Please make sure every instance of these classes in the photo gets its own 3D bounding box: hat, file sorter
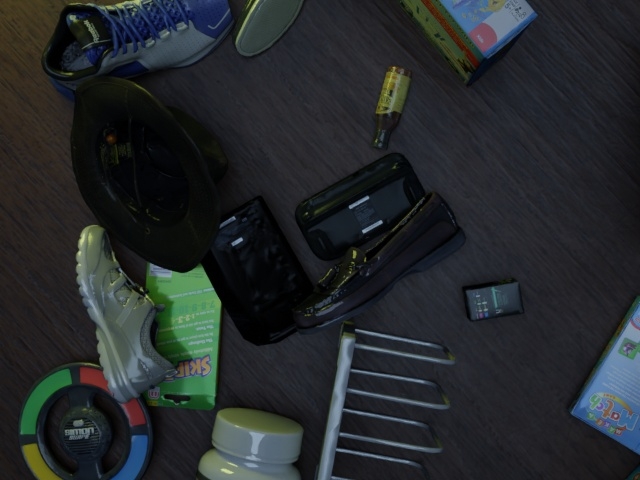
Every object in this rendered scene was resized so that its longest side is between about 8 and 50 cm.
[{"bbox_3d":[-0.231,-0.112,1.500,0.331,0.134,0.331,23,126,35],"label":"hat"},{"bbox_3d":[0.092,0.279,1.489,0.173,0.193,0.278,10,92,0],"label":"file sorter"}]

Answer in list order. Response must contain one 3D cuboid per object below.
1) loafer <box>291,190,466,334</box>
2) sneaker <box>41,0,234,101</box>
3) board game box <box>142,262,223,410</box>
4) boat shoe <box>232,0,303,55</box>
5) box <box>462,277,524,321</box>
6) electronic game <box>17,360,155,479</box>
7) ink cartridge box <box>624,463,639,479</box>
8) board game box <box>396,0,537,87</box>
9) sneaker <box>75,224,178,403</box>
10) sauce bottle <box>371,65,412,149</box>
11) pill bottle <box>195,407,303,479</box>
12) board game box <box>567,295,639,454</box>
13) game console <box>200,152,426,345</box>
[{"bbox_3d":[0.076,0.030,1.495,0.302,0.109,0.095,-30,105,-17],"label":"loafer"},{"bbox_3d":[-0.285,-0.306,1.497,0.315,0.182,0.127,-26,91,4],"label":"sneaker"},{"bbox_3d":[-0.217,0.134,1.579,0.124,0.039,0.259,4,89,4],"label":"board game box"},{"bbox_3d":[-0.071,-0.395,1.547,0.079,0.084,0.233,38,103,39],"label":"boat shoe"},{"bbox_3d":[0.265,0.091,1.536,0.083,0.062,0.052,-10,92,4],"label":"box"},{"bbox_3d":[-0.370,0.304,1.574,0.229,0.048,0.229,1,93,12],"label":"electronic game"},{"bbox_3d":[0.466,0.443,1.492,0.086,0.148,0.203,41,94,0],"label":"ink cartridge box"},{"bbox_3d":[0.156,-0.378,1.410,0.086,0.302,0.308,-39,90,3],"label":"board game box"},{"bbox_3d":[-0.298,0.104,1.543,0.115,0.105,0.281,-18,79,-5],"label":"sneaker"},{"bbox_3d":[0.108,-0.205,1.547,0.042,0.042,0.128,15,91,3],"label":"sauce bottle"},{"bbox_3d":[-0.119,0.411,1.517,0.161,0.161,0.283,12,93,3],"label":"pill bottle"},{"bbox_3d":[0.506,0.216,1.538,0.160,0.039,0.211,31,92,2],"label":"board game box"},{"bbox_3d":[0.000,0.000,1.550,0.361,0.044,0.213,-29,101,-2],"label":"game console"}]
